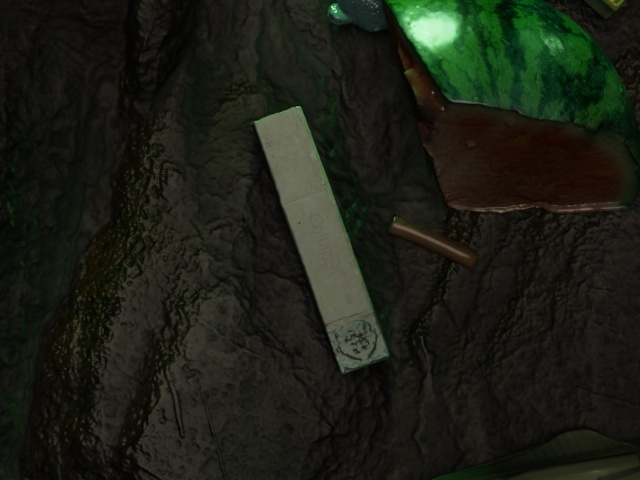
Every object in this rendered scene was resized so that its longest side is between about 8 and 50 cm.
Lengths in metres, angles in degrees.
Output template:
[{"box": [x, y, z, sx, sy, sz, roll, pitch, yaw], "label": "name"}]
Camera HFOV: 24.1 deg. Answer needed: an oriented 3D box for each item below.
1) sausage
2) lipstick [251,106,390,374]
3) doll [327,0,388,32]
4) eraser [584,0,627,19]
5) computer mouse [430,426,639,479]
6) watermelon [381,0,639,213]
[{"box": [0.137, 0.002, 1.821, 0.116, 0.026, 0.026, 24, 88, -2], "label": "sausage"}, {"box": [0.000, 0.000, 1.794, 0.066, 0.068, 0.317, -20, 89, -1], "label": "lipstick"}, {"box": [0.065, -0.340, 1.803, 0.120, 0.075, 0.180, -2, 89, -5], "label": "doll"}, {"box": [0.325, -0.397, 1.816, 0.226, 0.069, 0.158, 43, 83, -1], "label": "eraser"}, {"box": [0.252, 0.363, 1.756, 0.429, 0.145, 0.228, -16, 91, -2], "label": "computer mouse"}, {"box": [0.235, -0.156, 1.713, 0.292, 0.222, 0.319, -8, 100, -1], "label": "watermelon"}]
